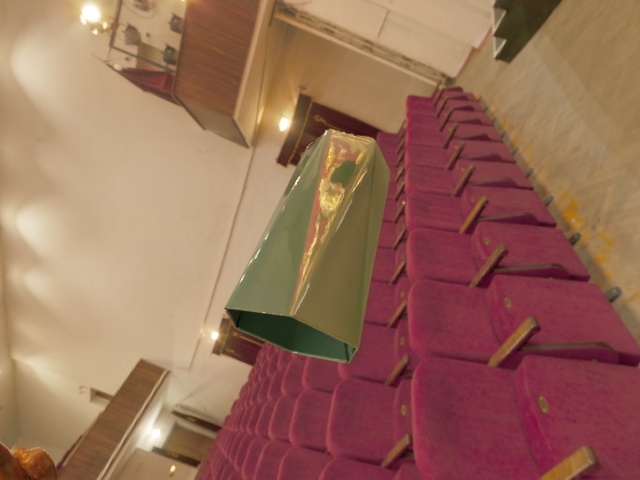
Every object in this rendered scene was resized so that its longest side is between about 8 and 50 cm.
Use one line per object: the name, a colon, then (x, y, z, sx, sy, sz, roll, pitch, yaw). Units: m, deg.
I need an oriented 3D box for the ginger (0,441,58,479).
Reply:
ginger: (-0.333, 0.254, 0.409, 0.133, 0.059, 0.214, -112, 2, -51)

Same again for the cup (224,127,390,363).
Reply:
cup: (0.000, 0.000, 0.467, 0.134, 0.148, 0.236, 55, -136, -49)
